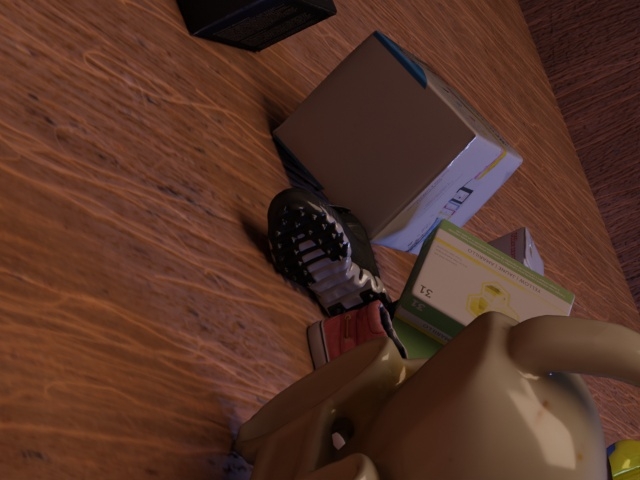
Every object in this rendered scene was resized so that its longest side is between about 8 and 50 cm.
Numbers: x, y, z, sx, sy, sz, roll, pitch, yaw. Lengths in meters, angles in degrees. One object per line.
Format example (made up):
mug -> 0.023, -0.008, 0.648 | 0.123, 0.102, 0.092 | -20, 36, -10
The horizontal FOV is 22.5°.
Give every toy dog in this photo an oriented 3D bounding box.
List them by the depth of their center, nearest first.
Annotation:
toy dog -> 0.158, 0.266, 1.241 | 0.408, 0.395, 0.284 | 52, 11, -15

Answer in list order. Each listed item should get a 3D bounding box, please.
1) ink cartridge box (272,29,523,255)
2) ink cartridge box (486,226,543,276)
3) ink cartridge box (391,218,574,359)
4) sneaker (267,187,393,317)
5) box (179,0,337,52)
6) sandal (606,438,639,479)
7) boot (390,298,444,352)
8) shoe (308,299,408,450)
ink cartridge box -> 0.094, -0.103, 1.820 | 0.171, 0.168, 0.232 | 48, 11, 17
ink cartridge box -> 0.207, 0.056, 2.047 | 0.063, 0.150, 0.109 | 60, 18, -19
ink cartridge box -> 0.154, 0.108, 1.667 | 0.171, 0.056, 0.235 | 30, 47, -4
sneaker -> 0.000, 0.000, 1.640 | 0.234, 0.078, 0.106 | 51, 19, -51
box -> -0.083, -0.299, 1.728 | 0.153, 0.108, 0.207 | 68, 17, 7
sandal -> 0.407, 0.421, 2.143 | 0.138, 0.126, 0.317 | -178, -94, -78
boot -> 0.135, 0.215, 1.761 | 0.229, 0.091, 0.263 | 53, 24, -51
shoe -> 0.047, 0.145, 1.563 | 0.063, 0.081, 0.178 | 40, 31, -56
